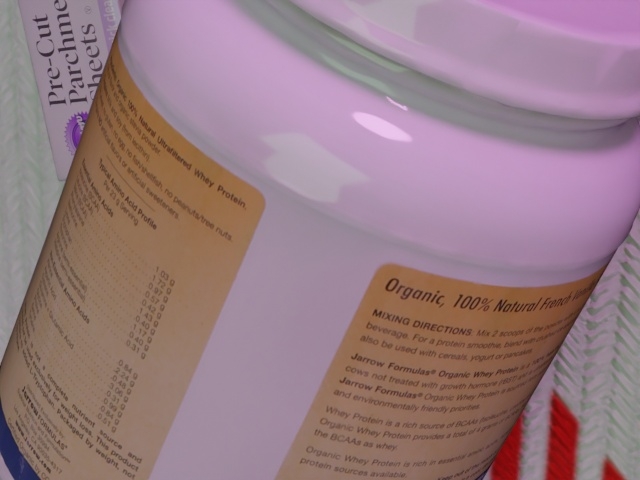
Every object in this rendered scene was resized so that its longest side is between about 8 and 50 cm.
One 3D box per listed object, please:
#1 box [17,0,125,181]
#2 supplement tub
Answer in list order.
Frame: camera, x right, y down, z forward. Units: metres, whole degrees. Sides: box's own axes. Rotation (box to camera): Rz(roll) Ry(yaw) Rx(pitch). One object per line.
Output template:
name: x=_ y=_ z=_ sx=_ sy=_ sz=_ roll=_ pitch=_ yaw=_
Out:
box: x=-0.124 y=-0.193 z=0.725 sx=0.067 sy=0.063 sz=0.324 roll=-1 pitch=107 yaw=29
supplement tub: x=0.000 y=0.000 z=0.634 sx=0.228 sy=0.228 sz=0.316 roll=33 pitch=119 yaw=14
